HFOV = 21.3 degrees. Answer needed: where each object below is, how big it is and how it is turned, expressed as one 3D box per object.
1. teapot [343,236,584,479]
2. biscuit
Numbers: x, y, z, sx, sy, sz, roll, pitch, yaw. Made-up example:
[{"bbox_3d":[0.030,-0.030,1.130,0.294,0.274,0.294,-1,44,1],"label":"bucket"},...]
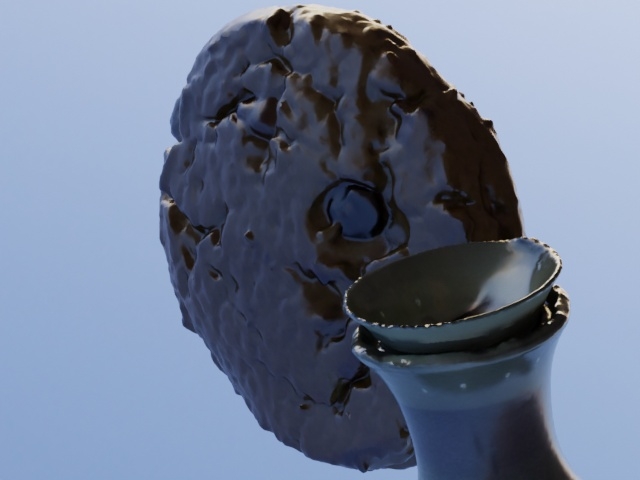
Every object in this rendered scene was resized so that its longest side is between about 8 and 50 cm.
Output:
[{"bbox_3d":[0.088,0.133,0.840,0.183,0.184,0.250,-38,-59,-52],"label":"teapot"},{"bbox_3d":[-0.001,0.001,1.011,0.075,0.296,0.296,-17,-119,-44],"label":"biscuit"}]
